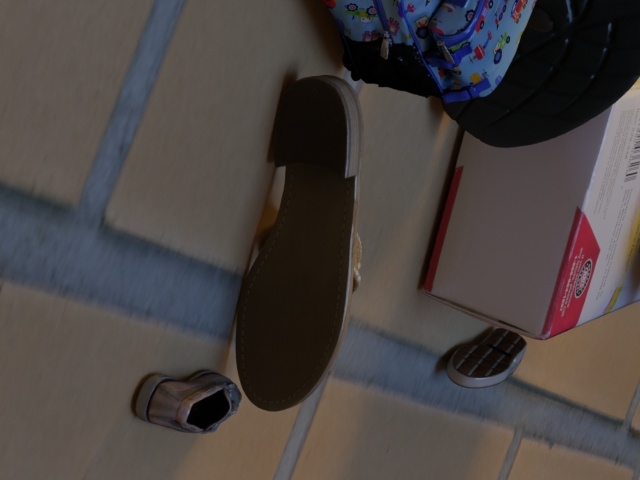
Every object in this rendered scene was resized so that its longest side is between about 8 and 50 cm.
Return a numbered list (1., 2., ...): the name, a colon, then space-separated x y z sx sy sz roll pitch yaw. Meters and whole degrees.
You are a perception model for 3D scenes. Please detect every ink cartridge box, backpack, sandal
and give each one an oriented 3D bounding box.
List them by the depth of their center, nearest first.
1. backpack: 0.071 -0.196 1.328 0.158 0.117 0.173 -63 152 -17
2. sandal: 0.005 0.002 1.373 0.079 0.088 0.240 -13 114 -56
3. ink cartridge box: 0.230 -0.052 1.752 0.306 0.131 0.226 -13 120 -64

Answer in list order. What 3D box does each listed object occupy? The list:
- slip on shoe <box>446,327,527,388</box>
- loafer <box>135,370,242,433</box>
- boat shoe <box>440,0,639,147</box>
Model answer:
1. slip on shoe: 0.152 0.119 1.824 0.135 0.051 0.041 -32 148 -63
2. loafer: -0.081 0.115 1.333 0.125 0.039 0.045 11 98 -65
3. boat shoe: 0.227 -0.205 1.532 0.324 0.122 0.120 -43 -162 26
